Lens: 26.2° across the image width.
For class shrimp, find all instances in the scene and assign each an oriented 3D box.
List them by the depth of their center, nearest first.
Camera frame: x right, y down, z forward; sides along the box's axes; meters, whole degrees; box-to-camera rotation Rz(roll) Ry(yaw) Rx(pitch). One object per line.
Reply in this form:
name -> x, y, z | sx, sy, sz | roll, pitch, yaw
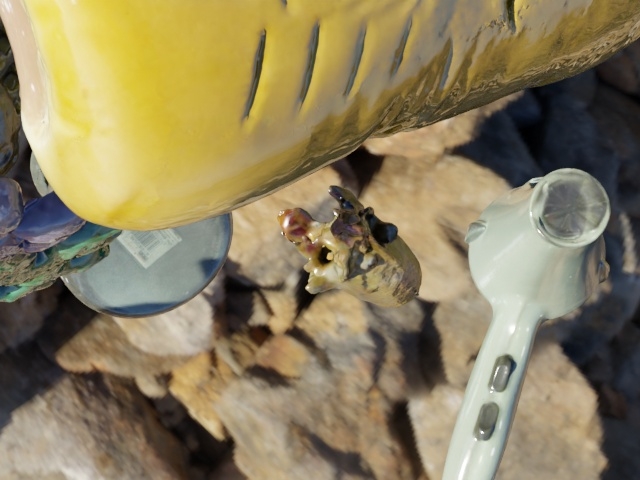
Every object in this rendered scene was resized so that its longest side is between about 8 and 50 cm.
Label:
shrimp -> 0.004, 0.007, 0.952 | 0.262, 0.117, 0.066 | 46, 60, -71

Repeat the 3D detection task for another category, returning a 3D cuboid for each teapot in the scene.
teapot -> -0.287, -0.069, 1.718 | 0.305, 0.285, 0.223 | 15, 113, -34

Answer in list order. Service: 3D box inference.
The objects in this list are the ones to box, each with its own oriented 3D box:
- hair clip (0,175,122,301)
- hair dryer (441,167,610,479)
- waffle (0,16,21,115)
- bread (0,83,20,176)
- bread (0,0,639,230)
hair clip -> -0.152, -0.001, 0.536 | 0.195, 0.124, 0.052 | 8, 63, -65
hair dryer -> 0.115, 0.064, 0.805 | 0.092, 0.229, 0.267 | 16, 64, 5
waffle -> -0.312, -0.230, 1.558 | 0.160, 0.046, 0.192 | -4, 81, -19
bread -> -0.418, -0.116, 1.392 | 0.230, 0.230, 0.123 | 37, 58, -29
bread -> 0.022, -0.105, 0.475 | 0.305, 0.091, 0.142 | -23, 101, -41
